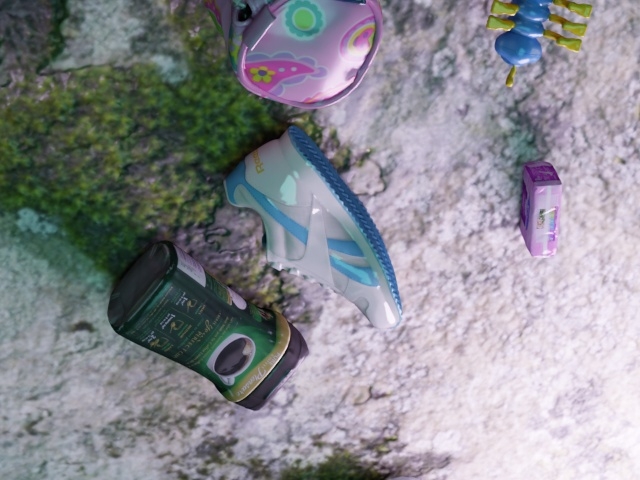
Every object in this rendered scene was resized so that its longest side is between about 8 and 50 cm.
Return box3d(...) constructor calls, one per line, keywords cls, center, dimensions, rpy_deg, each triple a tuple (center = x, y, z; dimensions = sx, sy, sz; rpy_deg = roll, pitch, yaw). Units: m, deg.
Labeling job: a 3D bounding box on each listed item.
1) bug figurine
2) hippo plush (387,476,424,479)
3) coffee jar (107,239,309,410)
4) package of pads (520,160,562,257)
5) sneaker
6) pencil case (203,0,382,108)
box3d(cls="bug figurine", center=(0.106, -0.260, 1.433), dimensions=(0.279, 0.072, 0.216), rpy_deg=(16, 107, -12))
box3d(cls="hippo plush", center=(0.059, 0.354, 1.691), dimensions=(0.237, 0.294, 0.234), rpy_deg=(-36, 145, -2))
box3d(cls="coffee jar", center=(-0.103, 0.084, 1.585), dimensions=(0.184, 0.079, 0.096), rpy_deg=(35, 102, -29))
box3d(cls="package of pads", center=(0.212, -0.030, 1.623), dimensions=(0.032, 0.050, 0.083), rpy_deg=(-5, 122, -7))
box3d(cls="sneaker", center=(0.000, 0.000, 1.569), dimensions=(0.092, 0.087, 0.228), rpy_deg=(-31, 117, 12))
box3d(cls="pencil case", center=(-0.049, -0.226, 1.293), dimensions=(0.124, 0.284, 0.124), rpy_deg=(-13, 138, -12))
